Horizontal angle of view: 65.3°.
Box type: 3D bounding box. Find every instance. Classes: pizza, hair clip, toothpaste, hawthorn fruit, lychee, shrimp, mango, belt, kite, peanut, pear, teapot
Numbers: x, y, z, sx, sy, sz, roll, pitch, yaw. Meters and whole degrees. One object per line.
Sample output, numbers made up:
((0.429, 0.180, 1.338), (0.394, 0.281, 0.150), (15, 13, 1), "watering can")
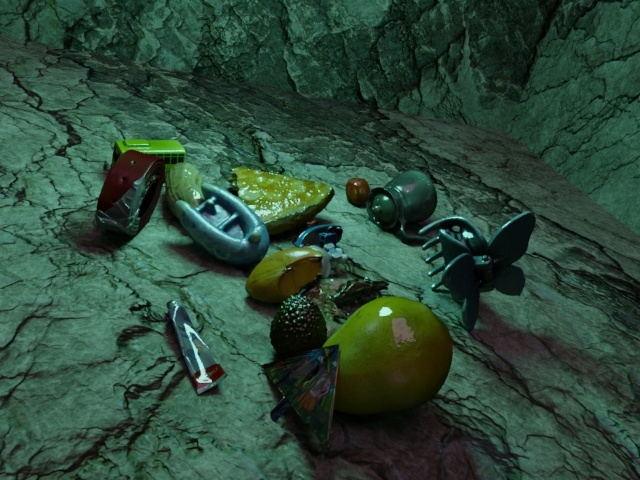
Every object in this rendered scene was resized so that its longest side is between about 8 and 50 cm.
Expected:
((-0.202, -0.170, 1.946), (0.440, 0.130, 0.406), (-25, 48, -34), "pizza")
((0.491, 0.078, 1.657), (0.392, 0.318, 0.238), (-33, 35, -18), "hair clip")
((-0.329, 0.256, 1.269), (0.075, 0.048, 0.301), (-5, 38, -37), "toothpaste")
((0.163, -0.221, 2.205), (0.128, 0.128, 0.128), (12, 31, -7), "hawthorn fruit")
((-0.058, 0.226, 1.306), (0.171, 0.171, 0.171), (12, 31, -7), "lychee")
((0.086, 0.202, 1.521), (0.360, 0.085, 0.247), (-16, 49, -35), "shrimp")
((-0.107, 0.107, 1.513), (0.252, 0.126, 0.154), (-21, 78, -10), "mango")
((-0.612, -0.148, 1.626), (0.115, 0.227, 0.324), (14, 50, -2), "belt")
((-0.026, 0.332, 1.162), (0.234, 0.016, 0.321), (-46, 39, -8), "kite")
((-0.477, -0.164, 1.799), (0.153, 0.140, 0.325), (42, 13, -48), "peanut")
((0.154, 0.286, 1.222), (0.336, 0.285, 0.285), (-19, 44, -32), "pear")
((0.329, -0.120, 2.092), (0.285, 0.305, 0.223), (-19, 8, -34), "teapot")

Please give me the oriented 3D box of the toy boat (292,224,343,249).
((0.000, 0.000, 1.782), (0.097, 0.100, 0.223), (19, 26, 40), "toy boat")

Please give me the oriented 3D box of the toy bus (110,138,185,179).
((-0.668, -0.315, 1.941), (0.262, 0.150, 0.128), (-7, 36, -32), "toy bus")

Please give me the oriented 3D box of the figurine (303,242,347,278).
((-0.001, 0.068, 1.660), (0.229, 0.112, 0.137), (-12, 61, -40), "figurine")

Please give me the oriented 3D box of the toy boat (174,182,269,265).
((-0.305, -0.059, 1.622), (0.330, 0.123, 0.215), (44, 51, 8), "toy boat")

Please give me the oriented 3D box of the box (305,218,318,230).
((-0.035, -0.034, 1.837), (0.023, 0.082, 0.051), (26, 32, 21), "box")
